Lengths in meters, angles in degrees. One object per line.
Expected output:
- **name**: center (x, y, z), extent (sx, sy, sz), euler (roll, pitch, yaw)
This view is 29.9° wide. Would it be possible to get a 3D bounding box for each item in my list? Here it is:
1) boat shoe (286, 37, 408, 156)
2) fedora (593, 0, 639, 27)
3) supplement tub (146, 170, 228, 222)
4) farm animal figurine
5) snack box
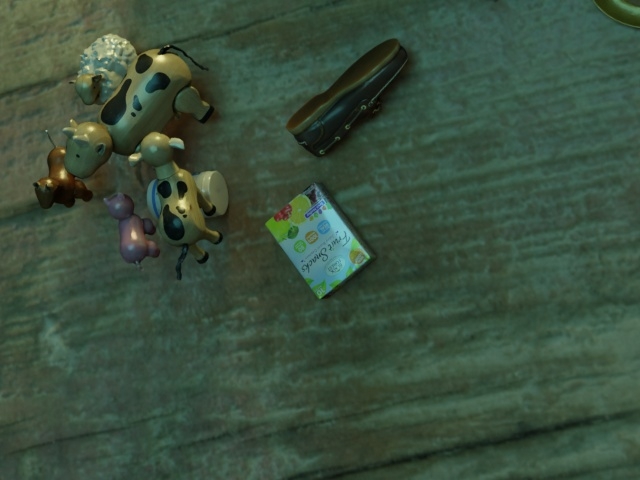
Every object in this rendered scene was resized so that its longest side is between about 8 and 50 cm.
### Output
- **boat shoe**: center (0.049, -0.202, 1.714), extent (0.207, 0.073, 0.073), euler (-37, 114, 20)
- **fedora**: center (0.435, -0.369, 1.557), extent (0.194, 0.079, 0.194), euler (0, 89, 20)
- **supplement tub**: center (-0.200, -0.065, 1.801), extent (0.107, 0.071, 0.071), euler (-8, 87, 20)
- **farm animal figurine**: center (-0.271, -0.139, 1.718), extent (0.330, 0.172, 0.327), euler (16, 77, 27)
- **snack box**: center (0.000, 0.000, 1.740), extent (0.100, 0.037, 0.141), euler (-40, 77, 17)
